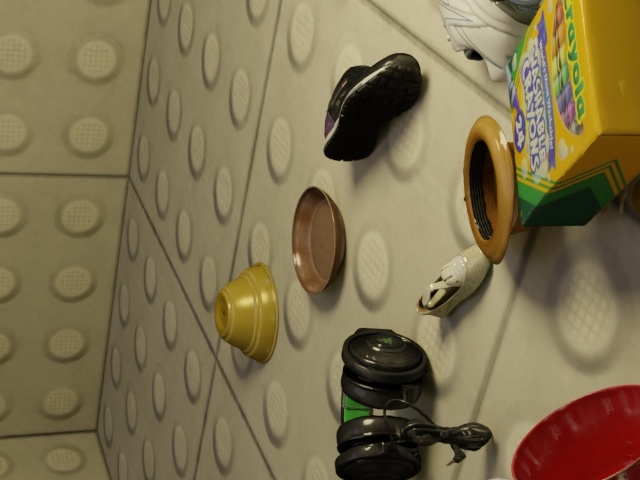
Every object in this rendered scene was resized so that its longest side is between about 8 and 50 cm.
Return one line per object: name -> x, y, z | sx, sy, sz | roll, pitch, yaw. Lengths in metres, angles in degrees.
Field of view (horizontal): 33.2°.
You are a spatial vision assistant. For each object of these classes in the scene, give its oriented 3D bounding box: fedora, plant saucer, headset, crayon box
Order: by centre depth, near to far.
crayon box -> 0.277, -0.159, 1.108 | 0.323, 0.083, 0.203 | 109, 160, -71
fedora -> 0.236, -0.065, 1.341 | 0.194, 0.079, 0.194 | 173, 90, -82
headset -> 0.117, 0.259, 1.617 | 0.394, 0.185, 0.243 | 172, 102, -81
plant saucer -> 0.000, 0.000, 1.952 | 0.198, 0.036, 0.199 | -179, 90, -67

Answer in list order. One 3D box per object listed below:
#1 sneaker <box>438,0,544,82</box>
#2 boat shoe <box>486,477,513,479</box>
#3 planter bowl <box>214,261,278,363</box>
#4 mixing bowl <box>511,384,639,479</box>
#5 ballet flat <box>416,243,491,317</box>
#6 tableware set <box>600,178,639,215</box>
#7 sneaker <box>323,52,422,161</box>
sneaker -> 0.194, -0.318, 1.430 | 0.297, 0.111, 0.129 | -116, 29, -47
boat shoe -> 0.183, 0.419, 1.462 | 0.302, 0.094, 0.109 | 117, 145, -46
planter bowl -> -0.168, 0.154, 2.270 | 0.217, 0.090, 0.217 | 180, 90, -66
mixing bowl -> 0.304, 0.244, 1.133 | 0.098, 0.181, 0.181 | 59, 160, -14
ballet flat -> 0.184, 0.061, 1.510 | 0.168, 0.052, 0.057 | 120, 143, -48
tableware set -> 0.346, -0.078, 1.183 | 0.154, 0.024, 0.104 | -163, 77, -67
sneaker -> 0.068, -0.243, 1.719 | 0.283, 0.107, 0.124 | 134, 137, -58
